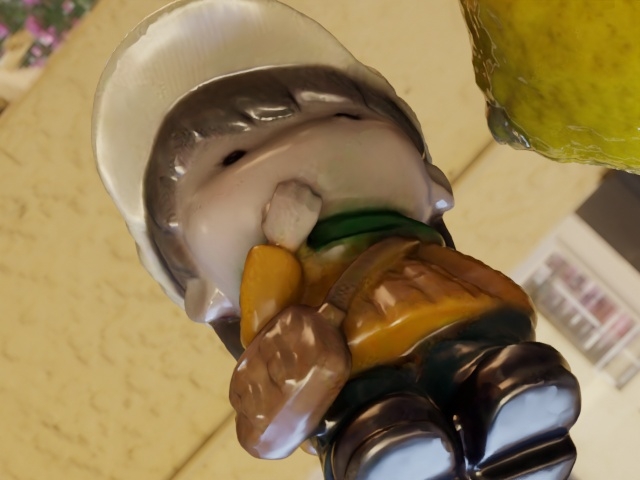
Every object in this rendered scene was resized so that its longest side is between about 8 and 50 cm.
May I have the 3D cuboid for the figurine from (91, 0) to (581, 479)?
[{"bbox_3d":[0.006,0.025,0.751,0.204,0.185,0.332,86,160,-54],"label":"figurine"}]

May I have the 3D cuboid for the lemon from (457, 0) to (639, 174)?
[{"bbox_3d":[0.277,-0.218,1.119,0.349,0.387,0.350,50,-173,-8],"label":"lemon"}]
